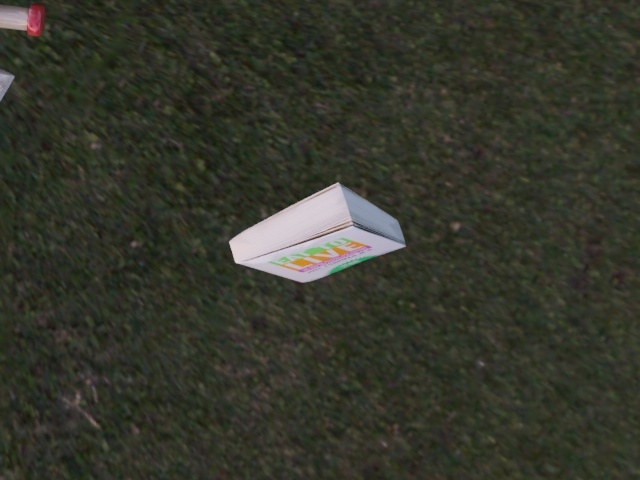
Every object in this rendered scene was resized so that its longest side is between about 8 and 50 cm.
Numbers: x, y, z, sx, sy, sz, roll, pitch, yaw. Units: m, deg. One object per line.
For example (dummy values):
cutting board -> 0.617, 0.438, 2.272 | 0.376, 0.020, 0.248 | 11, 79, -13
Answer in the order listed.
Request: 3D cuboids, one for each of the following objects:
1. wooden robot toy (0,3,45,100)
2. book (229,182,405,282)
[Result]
wooden robot toy -> -0.219, -0.175, 0.804 | 0.076, 0.079, 0.173 | 1, 77, 1
book -> 0.000, 0.000, 0.976 | 0.096, 0.144, 0.035 | -22, 76, 16
